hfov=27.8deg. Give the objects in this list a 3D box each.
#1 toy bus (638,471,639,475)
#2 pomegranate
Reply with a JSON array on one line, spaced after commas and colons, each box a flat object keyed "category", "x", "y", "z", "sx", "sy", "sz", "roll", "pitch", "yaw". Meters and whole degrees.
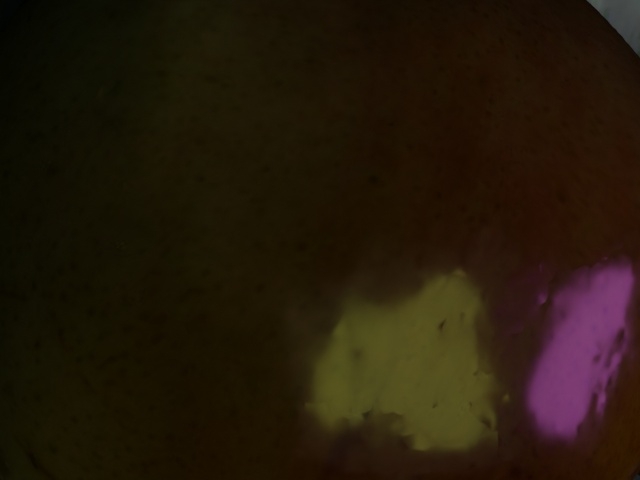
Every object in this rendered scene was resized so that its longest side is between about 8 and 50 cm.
[{"category": "toy bus", "x": 0.234, "y": 0.036, "z": 0.767, "sx": 0.329, "sy": 0.143, "sz": 0.153, "roll": -26, "pitch": 123, "yaw": -23}, {"category": "pomegranate", "x": 0.000, "y": 0.000, "z": 0.535, "sx": 0.319, "sy": 0.319, "sz": 0.319, "roll": -12, "pitch": 114, "yaw": -27}]
